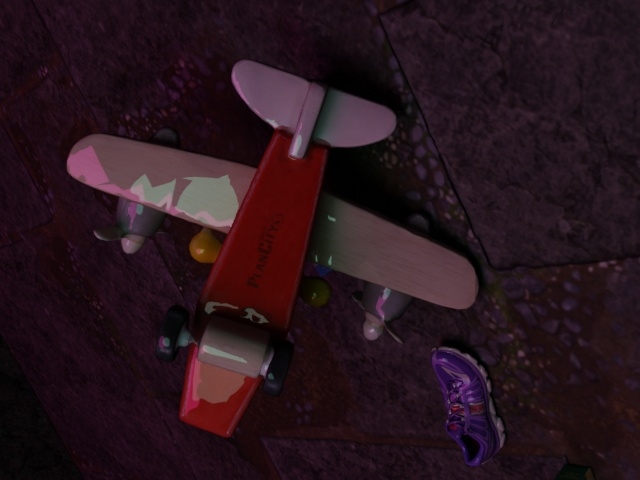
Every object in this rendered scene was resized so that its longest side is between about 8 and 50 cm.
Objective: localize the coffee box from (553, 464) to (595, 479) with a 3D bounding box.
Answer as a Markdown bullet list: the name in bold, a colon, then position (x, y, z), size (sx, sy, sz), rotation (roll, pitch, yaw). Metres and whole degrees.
- **coffee box**: position (0.283, 0.364, 0.942), size (0.040, 0.184, 0.113), rotation (-11, 106, 46)

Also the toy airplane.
- **toy airplane**: position (-0.057, -0.015, 0.954), size (0.386, 0.384, 0.272), rotation (62, 173, 5)

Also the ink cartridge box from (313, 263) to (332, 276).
- **ink cartridge box**: position (0.000, 0.000, 1.084), size (0.083, 0.048, 0.028), rotation (56, 140, -2)

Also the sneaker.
- **sneaker**: position (0.184, 0.214, 1.028), size (0.068, 0.071, 0.170), rotation (-13, 106, 49)
